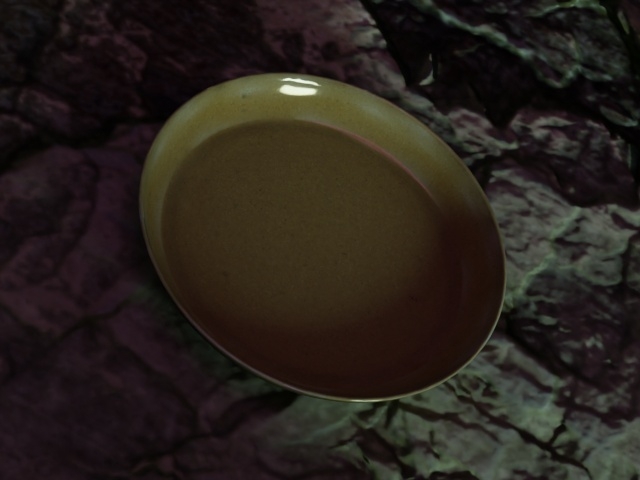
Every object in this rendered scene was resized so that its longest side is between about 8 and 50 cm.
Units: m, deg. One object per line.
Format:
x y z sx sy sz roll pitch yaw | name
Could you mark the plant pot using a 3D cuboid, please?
0.000 0.000 1.062 0.236 0.032 0.236 11 53 -15 | plant pot
